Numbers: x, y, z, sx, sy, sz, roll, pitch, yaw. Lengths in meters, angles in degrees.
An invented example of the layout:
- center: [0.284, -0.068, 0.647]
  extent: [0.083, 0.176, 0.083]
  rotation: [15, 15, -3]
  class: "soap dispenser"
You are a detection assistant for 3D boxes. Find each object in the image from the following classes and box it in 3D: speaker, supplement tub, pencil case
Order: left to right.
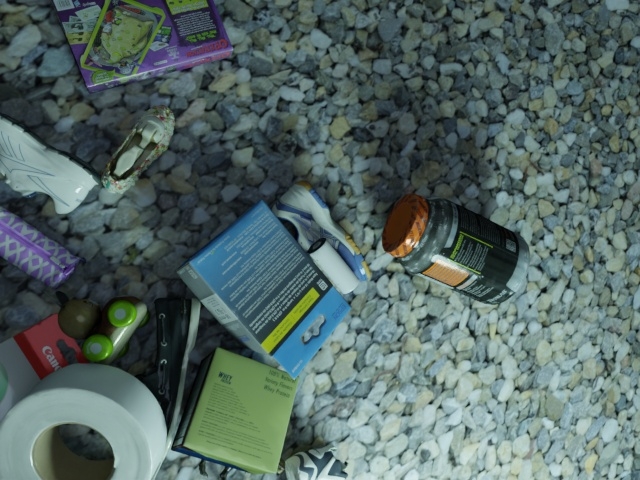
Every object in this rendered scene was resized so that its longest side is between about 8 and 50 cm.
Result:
- center: [-0.591, 0.016, 1.034]
  extent: [0.206, 0.088, 0.086]
  rotation: [36, 72, -12]
  class: "pencil case"
- center: [0.032, 0.061, 1.193]
  extent: [0.055, 0.055, 0.136]
  rotation: [-46, 110, -18]
  class: "speaker"
- center: [0.342, 0.018, 1.309]
  extent: [0.337, 0.207, 0.207]
  rotation: [24, 77, -17]
  class: "supplement tub"

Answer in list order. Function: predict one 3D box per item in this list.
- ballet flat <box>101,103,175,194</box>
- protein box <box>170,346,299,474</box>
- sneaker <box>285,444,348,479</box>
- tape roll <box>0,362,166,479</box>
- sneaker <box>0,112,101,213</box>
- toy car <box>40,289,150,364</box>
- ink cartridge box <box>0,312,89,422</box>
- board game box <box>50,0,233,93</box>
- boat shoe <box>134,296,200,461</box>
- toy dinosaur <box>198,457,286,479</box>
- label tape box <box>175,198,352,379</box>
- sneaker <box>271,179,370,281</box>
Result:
- center: [-0.397, -0.207, 1.133]
  extent: [0.091, 0.077, 0.241]
  rotation: [31, 75, -14]
  class: "ballet flat"
- center: [-0.180, 0.367, 1.093]
  extent: [0.199, 0.136, 0.201]
  rotation: [24, 58, -16]
  class: "protein box"
- center: [0.007, 0.582, 1.188]
  extent: [0.153, 0.094, 0.235]
  rotation: [-15, 100, -32]
  class: "sneaker"
- center: [-0.438, 0.379, 0.951]
  extent: [0.286, 0.100, 0.286]
  rotation: [0, 102, -1]
  class: "tape roll"
- center: [-0.609, -0.166, 1.040]
  extent: [0.297, 0.111, 0.129]
  rotation: [34, 89, -9]
  class: "sneaker"
- center: [-0.468, 0.148, 1.041]
  extent: [0.188, 0.155, 0.149]
  rotation: [32, 77, 0]
  class: "toy car"
- center: [-0.593, 0.281, 1.026]
  extent: [0.224, 0.056, 0.181]
  rotation: [-32, 97, -19]
  class: "ink cartridge box"
- center: [-0.401, -0.486, 1.178]
  extent: [0.346, 0.056, 0.208]
  rotation: [-22, 88, -20]
  class: "board game box"
- center: [-0.340, 0.281, 1.078]
  extent: [0.113, 0.127, 0.340]
  rotation: [13, 78, -18]
  class: "boat shoe"
- center: [-0.210, 0.479, 1.141]
  extent: [0.268, 0.064, 0.118]
  rotation: [34, 60, -13]
  class: "toy dinosaur"
- center: [-0.121, 0.113, 1.153]
  extent: [0.334, 0.106, 0.240]
  rotation: [51, 54, -9]
  class: "label tape box"
- center: [0.000, 0.000, 1.256]
  extent: [0.131, 0.112, 0.296]
  rotation: [-39, 97, -1]
  class: "sneaker"
